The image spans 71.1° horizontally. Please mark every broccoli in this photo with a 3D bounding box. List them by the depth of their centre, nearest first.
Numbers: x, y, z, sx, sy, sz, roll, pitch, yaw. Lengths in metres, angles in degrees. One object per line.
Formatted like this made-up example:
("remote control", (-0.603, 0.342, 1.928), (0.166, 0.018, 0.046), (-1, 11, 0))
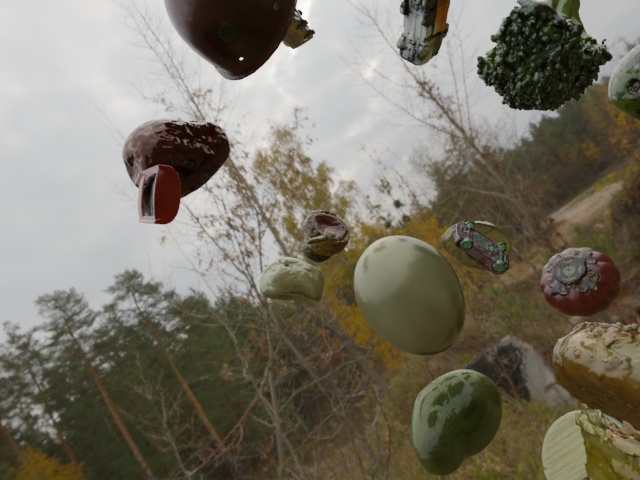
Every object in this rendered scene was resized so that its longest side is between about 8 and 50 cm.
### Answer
("broccoli", (0.453, -0.406, 0.925), (0.288, 0.247, 0.246), (73, -153, -71))

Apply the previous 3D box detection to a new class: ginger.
("ginger", (0.388, -0.006, 1.160), (0.123, 0.193, 0.115), (-111, 39, -62))

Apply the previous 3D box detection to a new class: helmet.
("helmet", (-0.252, -0.598, 1.061), (0.337, 0.385, 0.230), (-44, -30, 28))

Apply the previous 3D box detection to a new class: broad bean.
("broad bean", (0.321, 0.432, 1.086), (0.263, 0.189, 0.121), (-43, -17, -12))

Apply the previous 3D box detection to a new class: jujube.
("jujube", (-0.334, -0.205, 1.071), (0.255, 0.190, 0.190), (-35, -12, -35))

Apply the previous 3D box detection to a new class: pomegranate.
("pomegranate", (0.910, -0.432, 1.181), (0.247, 0.214, 0.214), (-23, -16, -13))

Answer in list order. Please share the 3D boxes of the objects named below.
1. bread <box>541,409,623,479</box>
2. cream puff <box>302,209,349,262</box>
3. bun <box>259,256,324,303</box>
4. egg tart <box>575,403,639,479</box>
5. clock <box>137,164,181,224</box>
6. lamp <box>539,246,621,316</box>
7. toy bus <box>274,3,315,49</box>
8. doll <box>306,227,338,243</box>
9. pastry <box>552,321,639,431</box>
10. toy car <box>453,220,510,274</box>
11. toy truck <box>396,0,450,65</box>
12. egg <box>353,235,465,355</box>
("bread", (0.490, 0.391, 0.851), (0.036, 0.112, 0.193), (22, -67, -27))
("cream puff", (0.000, 0.000, 1.678), (0.183, 0.183, 0.169), (-26, -25, -44))
("bun", (-0.093, 0.134, 1.521), (0.229, 0.145, 0.229), (5, -13, 1))
("egg tart", (0.395, 0.295, 0.481), (0.095, 0.279, 0.279), (-52, -12, -4))
("clock", (-0.322, -0.088, 0.900), (0.061, 0.113, 0.155), (4, 1, -31))
("lamp", (0.815, 0.132, 1.408), (0.227, 0.227, 0.227), (-36, -13, -10))
("toy bus", (-0.092, -0.663, 1.381), (0.106, 0.092, 0.268), (-30, 7, 15))
("doll", (0.006, 0.000, 1.420), (0.093, 0.051, 0.061), (-31, 6, -19))
("pastry", (0.684, 0.295, 1.009), (0.184, 0.284, 0.316), (-49, -29, -12))
("toy car", (0.332, 0.017, 0.932), (0.055, 0.142, 0.069), (-51, 7, 44))
("toy truck", (0.301, -0.651, 1.284), (0.135, 0.114, 0.270), (-37, -29, -20))
("egg", (0.165, 0.102, 0.821), (0.186, 0.242, 0.186), (-38, 11, 9))
